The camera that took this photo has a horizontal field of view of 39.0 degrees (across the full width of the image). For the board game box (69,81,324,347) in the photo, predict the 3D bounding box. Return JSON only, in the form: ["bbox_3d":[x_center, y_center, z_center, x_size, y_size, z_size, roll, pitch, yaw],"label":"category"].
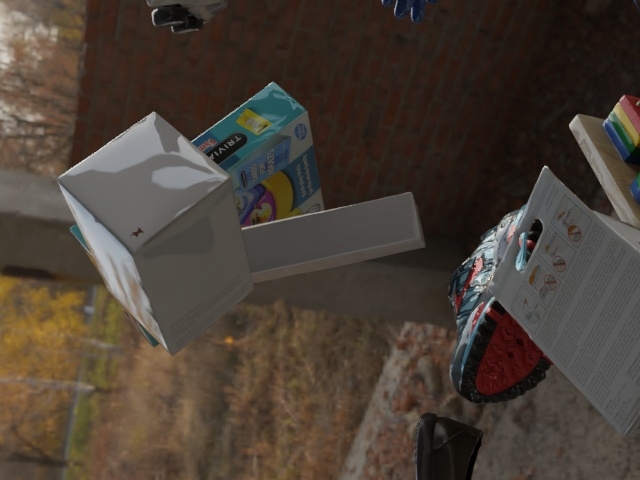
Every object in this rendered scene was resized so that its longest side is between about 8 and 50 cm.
[{"bbox_3d":[-0.152,-0.028,1.266,0.079,0.336,0.254,43,162,26],"label":"board game box"}]

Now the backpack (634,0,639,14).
[{"bbox_3d":[0.506,-0.357,1.228,0.173,0.158,0.117,2,-87,-63],"label":"backpack"}]

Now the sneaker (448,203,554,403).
[{"bbox_3d":[0.192,0.074,0.978,0.125,0.104,0.262,-23,28,49],"label":"sneaker"}]

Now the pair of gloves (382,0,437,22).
[{"bbox_3d":[0.055,-0.330,0.980,0.023,0.198,0.159,-21,61,47],"label":"pair of gloves"}]

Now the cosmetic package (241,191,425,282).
[{"bbox_3d":[0.000,0.000,1.070,0.099,0.239,0.060,42,-143,-77],"label":"cosmetic package"}]

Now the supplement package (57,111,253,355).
[{"bbox_3d":[-0.137,-0.001,0.792,0.105,0.105,0.179,41,157,25],"label":"supplement package"}]

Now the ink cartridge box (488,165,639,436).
[{"bbox_3d":[0.225,0.045,0.730,0.179,0.045,0.145,54,142,38],"label":"ink cartridge box"}]

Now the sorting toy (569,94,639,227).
[{"bbox_3d":[0.536,-0.101,1.330,0.255,0.257,0.089,-103,31,-43],"label":"sorting toy"}]

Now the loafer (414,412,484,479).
[{"bbox_3d":[0.132,0.278,0.891,0.080,0.078,0.220,62,-152,-65],"label":"loafer"}]

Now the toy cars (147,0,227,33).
[{"bbox_3d":[-0.138,-0.328,0.833,0.393,0.087,0.176,78,-174,-56],"label":"toy cars"}]
